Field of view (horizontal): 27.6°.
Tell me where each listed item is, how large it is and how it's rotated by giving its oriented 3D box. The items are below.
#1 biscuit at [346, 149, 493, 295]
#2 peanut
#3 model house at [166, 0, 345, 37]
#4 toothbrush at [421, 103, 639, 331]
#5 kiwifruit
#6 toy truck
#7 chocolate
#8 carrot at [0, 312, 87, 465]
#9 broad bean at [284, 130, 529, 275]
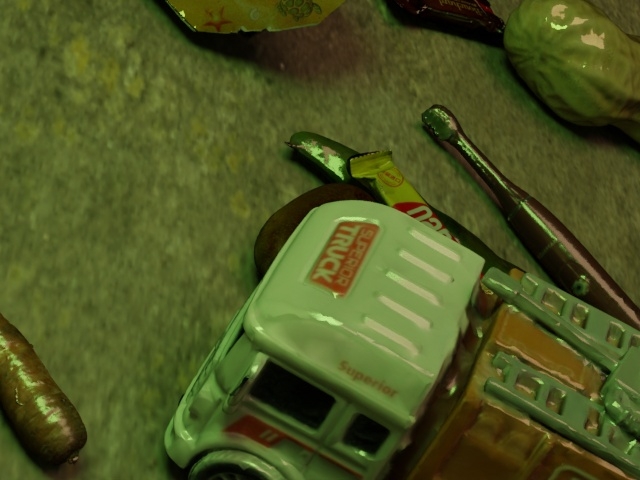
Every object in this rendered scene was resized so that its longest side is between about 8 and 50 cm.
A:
[{"bbox_3d":[0.112,0.040,0.973,0.048,0.026,0.292,-19,58,-31],"label":"biscuit"},{"bbox_3d":[0.309,-0.165,1.351,0.274,0.111,0.125,20,48,-25],"label":"peanut"},{"bbox_3d":[-0.050,-0.265,1.130,0.219,0.207,0.136,43,2,2],"label":"model house"},{"bbox_3d":[0.216,0.014,1.160,0.364,0.041,0.041,50,39,10],"label":"toothbrush"},{"bbox_3d":[0.000,0.000,0.967,0.075,0.075,0.124,45,41,4],"label":"kiwifruit"},{"bbox_3d":[0.115,0.129,0.795,0.388,0.207,0.173,28,39,1],"label":"toy truck"},{"bbox_3d":[0.128,-0.242,1.338,0.182,0.028,0.086,3,45,-40],"label":"chocolate"},{"bbox_3d":[-0.191,0.065,0.775,0.036,0.035,0.165,-19,65,-48],"label":"carrot"},{"bbox_3d":[0.096,-0.002,1.073,0.297,0.043,0.060,35,27,-10],"label":"broad bean"}]
